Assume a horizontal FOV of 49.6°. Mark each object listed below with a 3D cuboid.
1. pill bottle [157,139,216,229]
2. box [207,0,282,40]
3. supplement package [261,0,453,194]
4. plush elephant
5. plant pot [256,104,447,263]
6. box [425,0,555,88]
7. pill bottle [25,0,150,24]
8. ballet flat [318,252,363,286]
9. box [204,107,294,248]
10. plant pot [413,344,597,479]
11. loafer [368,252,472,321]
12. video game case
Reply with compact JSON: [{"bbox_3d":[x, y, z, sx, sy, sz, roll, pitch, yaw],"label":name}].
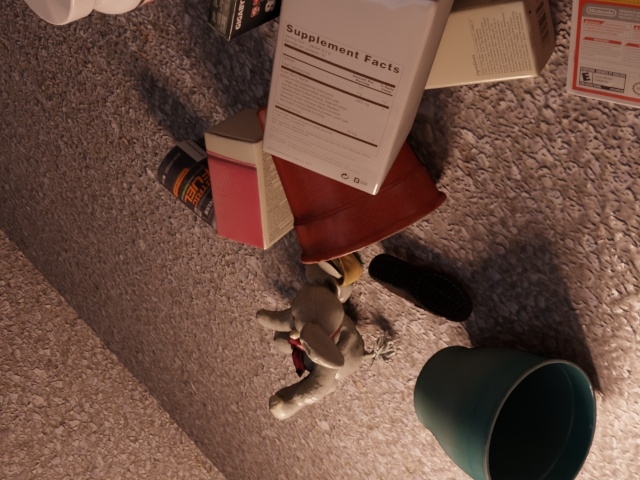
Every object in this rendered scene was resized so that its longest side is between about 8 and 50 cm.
[{"bbox_3d":[-0.246,-0.112,1.591,0.246,0.130,0.130,39,144,13],"label":"pill bottle"},{"bbox_3d":[-0.074,-0.419,1.004,0.051,0.175,0.220,41,143,14],"label":"box"},{"bbox_3d":[0.050,-0.241,0.880,0.175,0.177,0.293,23,138,8],"label":"supplement package"},{"bbox_3d":[-0.019,0.203,1.538,0.330,0.271,0.255,-17,127,22],"label":"plush elephant"},{"bbox_3d":[0.035,-0.139,1.172,0.272,0.272,0.265,-15,103,52],"label":"plant pot"},{"bbox_3d":[0.175,-0.281,0.973,0.275,0.094,0.113,4,129,35],"label":"box"},{"bbox_3d":[-0.299,-0.485,1.094,0.210,0.363,0.210,28,140,26],"label":"pill bottle"},{"bbox_3d":[0.000,0.000,1.479,0.232,0.073,0.080,49,144,0],"label":"ballet flat"},{"bbox_3d":[-0.126,-0.125,1.373,0.127,0.149,0.232,15,125,27],"label":"box"},{"bbox_3d":[0.318,0.317,1.291,0.255,0.272,0.271,15,134,57],"label":"plant pot"},{"bbox_3d":[0.201,0.092,1.364,0.220,0.080,0.078,30,173,23],"label":"loafer"},{"bbox_3d":[0.354,-0.257,0.686,0.204,0.025,0.285,23,140,35],"label":"video game case"}]
